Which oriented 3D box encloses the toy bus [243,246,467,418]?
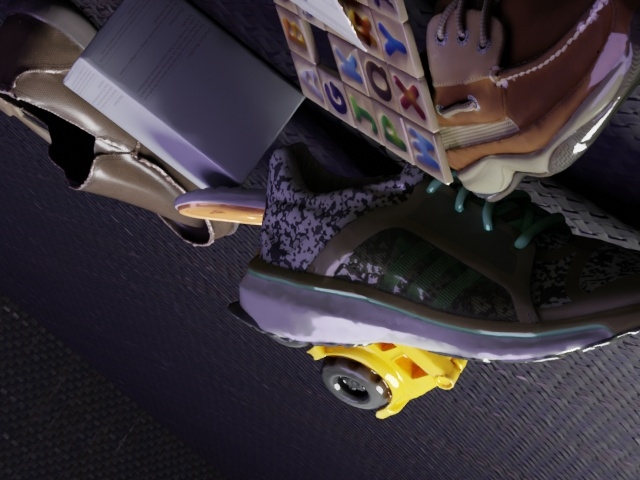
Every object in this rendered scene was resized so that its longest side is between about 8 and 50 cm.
[{"bbox_3d":[0.064,0.053,1.445,0.220,0.149,0.211,42,149,-15],"label":"toy bus"}]

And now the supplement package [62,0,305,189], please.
[{"bbox_3d":[-0.123,-0.135,1.314,0.179,0.105,0.105,38,163,-10],"label":"supplement package"}]

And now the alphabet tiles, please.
[{"bbox_3d":[0.004,-0.166,0.957,0.198,0.009,0.237,39,153,53],"label":"alphabet tiles"}]

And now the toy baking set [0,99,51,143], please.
[{"bbox_3d":[-0.299,-0.151,1.754,0.256,0.030,0.196,-1,136,54],"label":"toy baking set"}]

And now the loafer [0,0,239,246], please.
[{"bbox_3d":[-0.228,-0.100,1.559,0.134,0.130,0.366,9,150,49],"label":"loafer"}]

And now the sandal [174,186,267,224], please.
[{"bbox_3d":[-0.004,0.001,1.328,0.265,0.076,0.102,4,173,-16],"label":"sandal"}]

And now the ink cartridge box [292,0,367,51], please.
[{"bbox_3d":[-0.048,-0.236,0.908,0.181,0.056,0.224,41,174,39],"label":"ink cartridge box"}]

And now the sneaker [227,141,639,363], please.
[{"bbox_3d":[0.109,-0.009,1.145,0.410,0.182,0.158,1,-170,25],"label":"sneaker"}]

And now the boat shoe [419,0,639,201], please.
[{"bbox_3d":[0.118,-0.110,0.895,0.120,0.122,0.324,39,163,-3],"label":"boat shoe"}]
